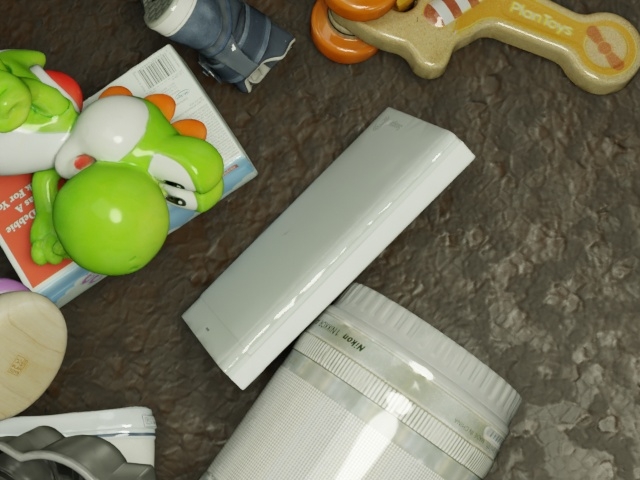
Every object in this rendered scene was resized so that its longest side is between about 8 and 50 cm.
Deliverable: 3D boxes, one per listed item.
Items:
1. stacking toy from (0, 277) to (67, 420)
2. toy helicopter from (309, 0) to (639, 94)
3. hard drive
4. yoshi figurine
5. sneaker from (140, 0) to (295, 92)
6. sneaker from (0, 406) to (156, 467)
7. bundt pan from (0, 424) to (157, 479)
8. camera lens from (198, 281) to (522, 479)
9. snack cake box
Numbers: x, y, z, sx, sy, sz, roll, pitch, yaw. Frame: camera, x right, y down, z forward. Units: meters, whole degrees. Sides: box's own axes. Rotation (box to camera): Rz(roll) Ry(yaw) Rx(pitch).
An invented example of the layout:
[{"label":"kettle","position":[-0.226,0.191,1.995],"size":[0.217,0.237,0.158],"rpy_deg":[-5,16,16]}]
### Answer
[{"label":"stacking toy","position":[-0.412,0.053,1.574],"size":[0.330,0.141,0.141],"rpy_deg":[30,83,34]},{"label":"toy helicopter","position":[0.173,-0.263,1.594],"size":[0.355,0.140,0.235],"rpy_deg":[24,73,2]},{"label":"hard drive","position":[0.000,0.000,1.511],"size":[0.307,0.203,0.040],"rpy_deg":[-46,110,-3]},{"label":"yoshi figurine","position":[-0.280,-0.075,1.487],"size":[0.362,0.203,0.203],"rpy_deg":[17,97,9]},{"label":"sneaker","position":[-0.115,-0.249,1.640],"size":[0.086,0.163,0.226],"rpy_deg":[-47,31,23]},{"label":"sneaker","position":[-0.292,0.227,1.551],"size":[0.258,0.094,0.091],"rpy_deg":[-8,77,8]},{"label":"bundt pan","position":[-0.245,0.321,1.460],"size":[0.330,0.124,0.331],"rpy_deg":[6,109,18]},{"label":"camera lens","position":[0.033,0.206,1.440],"size":[0.219,0.219,0.274],"rpy_deg":[34,84,14]},{"label":"snack cake box","position":[-0.218,-0.064,1.608],"size":[0.264,0.089,0.152],"rpy_deg":[-34,77,0]}]
